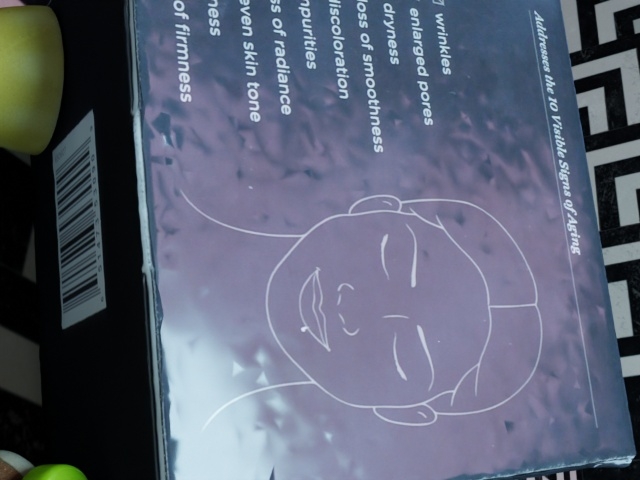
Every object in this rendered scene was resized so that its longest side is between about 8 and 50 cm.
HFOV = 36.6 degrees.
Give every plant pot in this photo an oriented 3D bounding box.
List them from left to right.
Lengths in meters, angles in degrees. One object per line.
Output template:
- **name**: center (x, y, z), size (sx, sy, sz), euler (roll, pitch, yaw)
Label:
- **plant pot**: center (-0.293, -0.146, 0.847), size (0.095, 0.134, 0.134), euler (3, 74, -34)

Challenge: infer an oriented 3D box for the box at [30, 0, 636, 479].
- **box**: center (0.000, 0.000, 0.912), size (0.472, 0.297, 0.479), euler (1, 76, -31)

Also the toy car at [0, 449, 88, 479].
- **toy car**: center (-0.265, 0.254, 0.688), size (0.188, 0.155, 0.149), euler (-34, 109, -51)
